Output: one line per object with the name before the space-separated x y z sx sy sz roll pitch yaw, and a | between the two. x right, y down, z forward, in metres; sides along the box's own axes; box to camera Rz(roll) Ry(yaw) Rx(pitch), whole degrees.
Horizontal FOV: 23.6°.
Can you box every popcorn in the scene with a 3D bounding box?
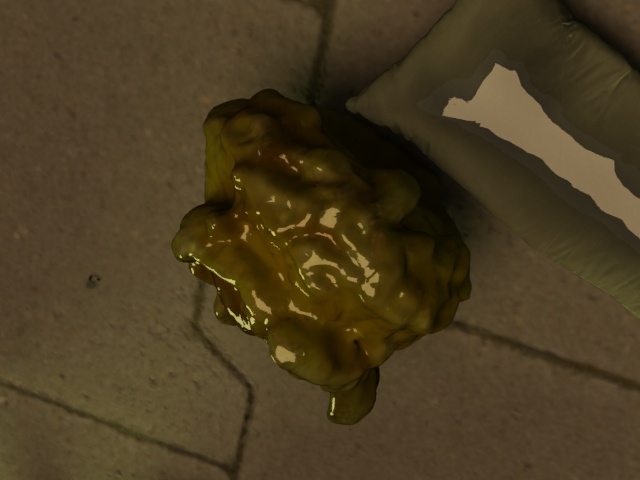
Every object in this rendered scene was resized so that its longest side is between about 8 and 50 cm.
popcorn | -0.005 0.003 0.914 0.155 0.197 0.197 -42 94 11

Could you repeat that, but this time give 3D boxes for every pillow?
pillow | 0.157 -0.057 0.887 0.254 0.078 0.144 38 111 1
